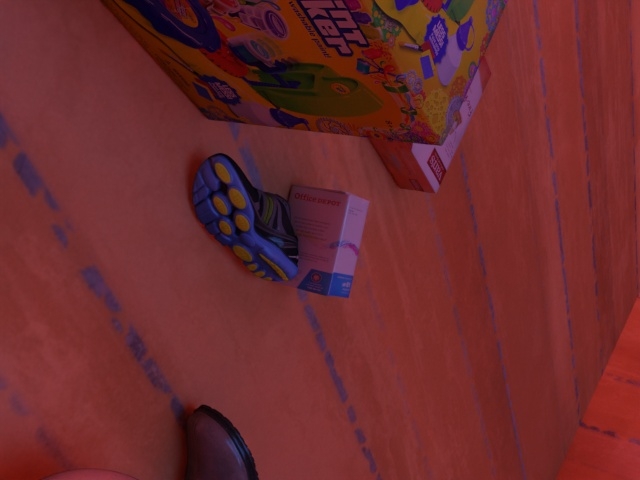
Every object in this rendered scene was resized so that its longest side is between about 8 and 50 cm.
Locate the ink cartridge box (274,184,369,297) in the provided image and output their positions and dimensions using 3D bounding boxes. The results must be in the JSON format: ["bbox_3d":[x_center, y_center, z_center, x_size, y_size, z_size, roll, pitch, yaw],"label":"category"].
[{"bbox_3d":[0.000,0.000,0.900,0.052,0.089,0.122,11,91,-54],"label":"ink cartridge box"}]

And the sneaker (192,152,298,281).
[{"bbox_3d":[-0.078,-0.029,0.820,0.188,0.067,0.078,54,36,-44],"label":"sneaker"}]

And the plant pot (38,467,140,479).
[{"bbox_3d":[-0.199,0.300,0.603,0.191,0.284,0.284,-90,167,-56],"label":"plant pot"}]

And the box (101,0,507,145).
[{"bbox_3d":[-0.035,-0.244,0.616,0.290,0.279,0.177,48,62,-48],"label":"box"}]

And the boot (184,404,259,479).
[{"bbox_3d":[-0.147,0.316,0.807,0.161,0.083,0.246,-23,117,-42],"label":"boot"}]

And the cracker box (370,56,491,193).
[{"bbox_3d":[0.158,-0.206,1.075,0.155,0.067,0.232,50,61,-48],"label":"cracker box"}]
